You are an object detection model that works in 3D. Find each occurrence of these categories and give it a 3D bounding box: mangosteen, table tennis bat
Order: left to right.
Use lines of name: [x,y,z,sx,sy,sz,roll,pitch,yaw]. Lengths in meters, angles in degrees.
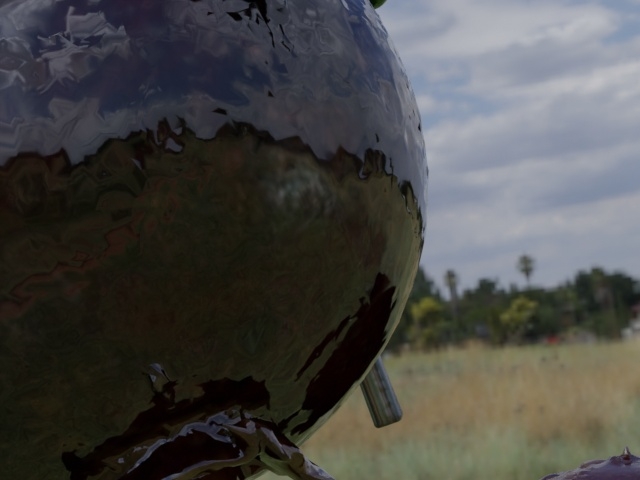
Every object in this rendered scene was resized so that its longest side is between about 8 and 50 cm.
mangosteen: [-0.067,0.022,0.428,0.236,0.261,0.235,-22,-24,-10]
table tennis bat: [0.000,0.000,1.065,0.022,0.301,0.173,-21,-2,8]

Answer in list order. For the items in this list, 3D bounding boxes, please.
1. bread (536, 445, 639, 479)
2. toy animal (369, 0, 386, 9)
bread: [0.184,0.178,0.689,0.247,0.135,0.232,4,6,43]
toy animal: [-0.059,-0.184,0.914,0.208,0.103,0.100,-9,8,0]
